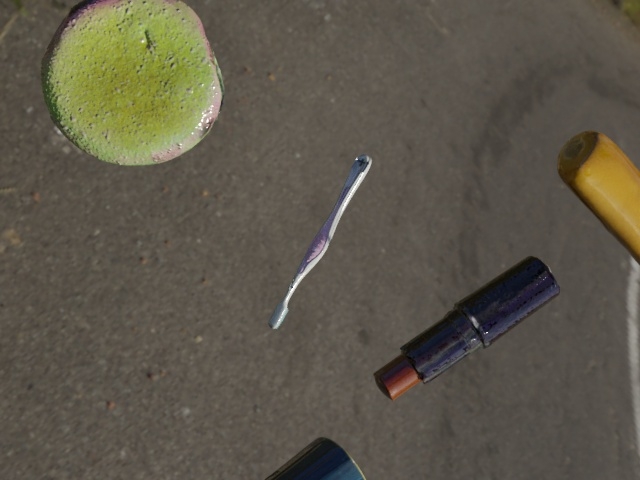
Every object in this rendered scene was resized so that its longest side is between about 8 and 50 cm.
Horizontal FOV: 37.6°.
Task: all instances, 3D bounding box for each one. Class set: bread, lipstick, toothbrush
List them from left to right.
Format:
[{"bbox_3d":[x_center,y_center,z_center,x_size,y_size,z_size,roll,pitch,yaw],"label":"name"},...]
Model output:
[{"bbox_3d":[-0.232,-0.204,1.163,0.228,0.228,0.033,53,-4,-2],"label":"bread"},{"bbox_3d":[0.000,0.000,0.958,0.017,0.204,0.022,26,-8,15],"label":"toothbrush"},{"bbox_3d":[0.207,0.128,1.350,0.081,0.300,0.081,56,-6,9],"label":"lipstick"},{"bbox_3d":[0.404,-0.041,1.216,0.239,0.074,0.092,43,35,-16],"label":"bread"}]

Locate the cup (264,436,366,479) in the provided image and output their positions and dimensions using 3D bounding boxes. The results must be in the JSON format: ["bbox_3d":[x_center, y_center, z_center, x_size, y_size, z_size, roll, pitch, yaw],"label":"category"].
[{"bbox_3d":[-0.030,0.377,1.303,0.155,0.176,0.131,-27,60,-30],"label":"cup"}]
